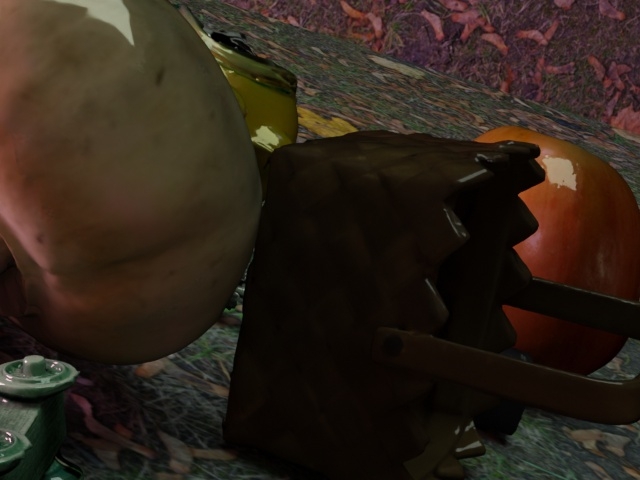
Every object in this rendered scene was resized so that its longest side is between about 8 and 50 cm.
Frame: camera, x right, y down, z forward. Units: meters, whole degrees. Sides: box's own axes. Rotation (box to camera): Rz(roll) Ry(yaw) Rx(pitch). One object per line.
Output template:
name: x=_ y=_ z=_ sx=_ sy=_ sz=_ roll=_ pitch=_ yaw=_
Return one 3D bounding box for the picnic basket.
picnic basket: x=0.110 y=0.065 z=1.306 sx=0.321 sy=0.291 sz=0.254 roll=13 pitch=12 yaw=17

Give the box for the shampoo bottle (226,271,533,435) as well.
shampoo bottle: x=0.041 y=0.090 z=1.542 sx=0.310 sy=0.071 sz=0.098 roll=19 pitch=19 yaw=0

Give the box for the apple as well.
apple: x=0.219 y=0.013 z=1.678 sx=0.242 sy=0.241 sz=0.242 roll=12 pitch=7 yaw=-1

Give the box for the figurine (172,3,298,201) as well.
figurine: x=-0.182 y=-0.146 z=1.794 sx=0.340 sy=0.231 sz=0.323 roll=28 pitch=-9 yaw=1

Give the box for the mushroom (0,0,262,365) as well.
mushroom: x=-0.220 y=-0.071 z=1.212 sx=0.353 sy=0.325 sz=0.353 roll=16 pitch=24 yaw=-8

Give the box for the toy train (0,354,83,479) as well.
toy train: x=-0.235 y=0.134 z=1.033 sx=0.159 sy=0.101 sz=0.248 roll=6 pitch=15 yaw=4
